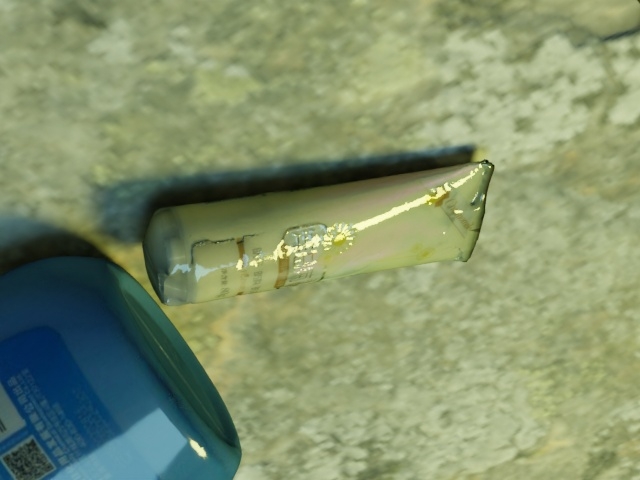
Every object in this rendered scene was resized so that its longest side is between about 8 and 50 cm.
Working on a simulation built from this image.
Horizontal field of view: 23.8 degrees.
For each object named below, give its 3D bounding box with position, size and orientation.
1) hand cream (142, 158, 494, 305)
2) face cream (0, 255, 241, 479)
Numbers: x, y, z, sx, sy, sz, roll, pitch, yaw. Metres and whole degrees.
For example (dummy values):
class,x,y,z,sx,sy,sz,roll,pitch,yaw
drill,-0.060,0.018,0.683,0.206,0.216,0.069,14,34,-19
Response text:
class,x,y,z,sx,sy,sz,roll,pitch,yaw
hand cream,0.000,0.000,0.616,0.143,0.039,0.061,-8,136,-13
face cream,-0.165,0.122,0.621,0.264,0.083,0.149,-33,100,4
